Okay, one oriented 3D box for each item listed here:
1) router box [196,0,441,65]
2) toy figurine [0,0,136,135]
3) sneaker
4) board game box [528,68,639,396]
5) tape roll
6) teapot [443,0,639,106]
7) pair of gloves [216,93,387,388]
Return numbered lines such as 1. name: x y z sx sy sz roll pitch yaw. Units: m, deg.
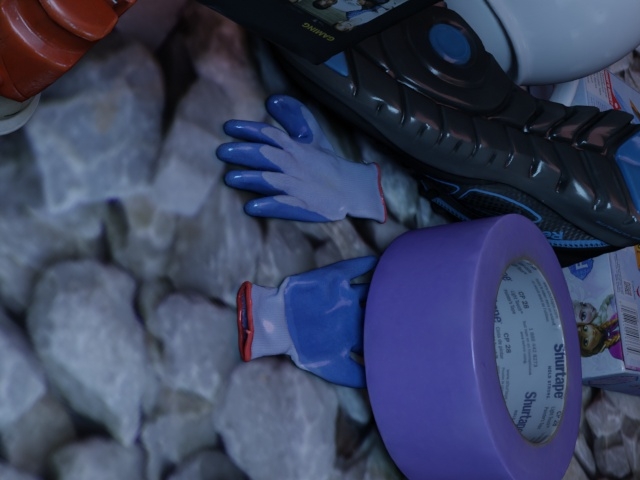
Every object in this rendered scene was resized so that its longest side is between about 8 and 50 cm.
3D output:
1. router box: -0.032 -0.181 0.248 0.309 0.243 0.080 22 65 -37
2. toy figurine: -0.194 -0.149 0.361 0.210 0.148 0.212 -6 83 -43
3. sneaker: 0.099 -0.069 0.668 0.341 0.140 0.125 28 57 -14
4. board game box: 0.341 0.004 0.941 0.318 0.066 0.318 18 63 -43
5. tape roll: 0.113 0.079 0.631 0.189 0.080 0.188 20 65 -52
6. teapot: 0.142 -0.208 0.715 0.187 0.252 0.256 -43 90 -4
7. pair of gloves: 0.000 0.000 0.603 0.159 0.023 0.198 8 71 -46
